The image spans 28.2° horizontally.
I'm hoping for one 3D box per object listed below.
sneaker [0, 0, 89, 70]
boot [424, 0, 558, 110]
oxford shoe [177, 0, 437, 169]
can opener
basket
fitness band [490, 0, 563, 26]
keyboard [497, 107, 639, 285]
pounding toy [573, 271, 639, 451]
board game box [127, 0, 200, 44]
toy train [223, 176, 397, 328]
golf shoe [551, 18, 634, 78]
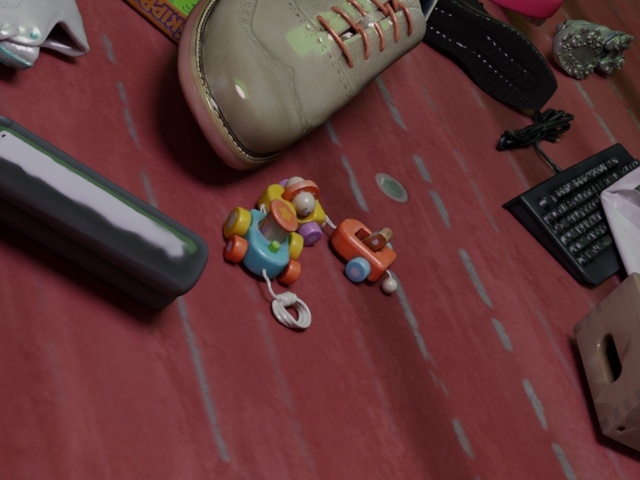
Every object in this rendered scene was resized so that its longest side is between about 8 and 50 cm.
[{"bbox_3d":[-0.240,-0.158,0.897,0.212,0.080,0.094,-20,76,-57],"label":"sneaker"},{"bbox_3d":[0.192,-0.240,1.466,0.198,0.077,0.137,39,26,-4],"label":"boot"},{"bbox_3d":[0.002,-0.181,1.078,0.141,0.146,0.397,60,28,-17],"label":"oxford shoe"},{"bbox_3d":[-0.205,-0.031,0.787,0.280,0.074,0.093,28,67,-16],"label":"can opener"},{"bbox_3d":[0.374,0.006,1.285,0.103,0.113,0.167,27,41,-42],"label":"basket"},{"bbox_3d":[0.186,-0.357,1.580,0.209,0.054,0.291,21,25,-34],"label":"fitness band"},{"bbox_3d":[0.277,-0.064,1.370,0.201,0.033,0.317,47,31,11],"label":"keyboard"},{"bbox_3d":[0.329,0.118,1.128,0.206,0.094,0.181,26,34,-23],"label":"pounding toy"},{"bbox_3d":[-0.166,-0.261,1.138,0.259,0.039,0.124,42,30,-2],"label":"board game box"},{"bbox_3d":[0.000,0.000,0.972,0.125,0.046,0.166,45,31,9],"label":"toy train"},{"bbox_3d":[0.332,-0.256,1.660,0.086,0.069,0.176,33,22,30],"label":"golf shoe"}]
